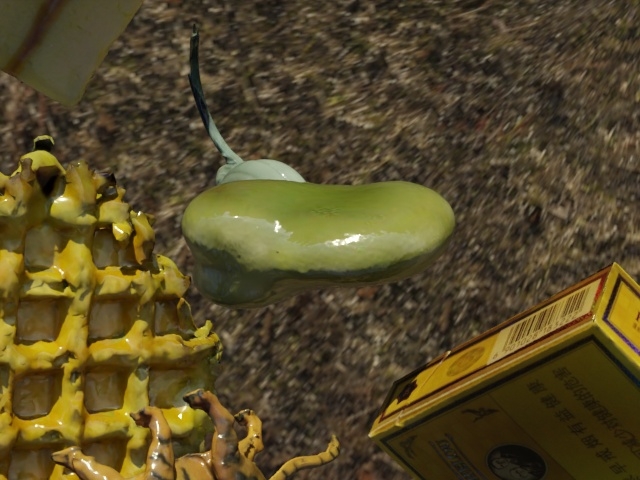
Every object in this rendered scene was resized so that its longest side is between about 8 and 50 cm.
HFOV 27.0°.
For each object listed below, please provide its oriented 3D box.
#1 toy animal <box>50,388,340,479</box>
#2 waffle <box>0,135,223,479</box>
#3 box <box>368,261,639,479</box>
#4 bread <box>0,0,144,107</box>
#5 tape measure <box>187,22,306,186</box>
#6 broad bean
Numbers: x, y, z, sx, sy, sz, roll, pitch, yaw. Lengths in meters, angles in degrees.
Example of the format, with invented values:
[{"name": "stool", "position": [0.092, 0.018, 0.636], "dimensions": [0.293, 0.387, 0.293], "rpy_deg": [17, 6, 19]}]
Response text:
[{"name": "toy animal", "position": [-0.076, 0.179, 1.000], "dimensions": [0.114, 0.255, 0.116], "rpy_deg": [-42, 63, 52]}, {"name": "waffle", "position": [-0.255, 0.128, 1.084], "dimensions": [0.095, 0.379, 0.382], "rpy_deg": [14, 142, 53]}, {"name": "box", "position": [0.213, 0.166, 1.223], "dimensions": [0.193, 0.084, 0.301], "rpy_deg": [44, 134, -11]}, {"name": "bread", "position": [-0.255, -0.275, 1.356], "dimensions": [0.167, 0.163, 0.264], "rpy_deg": [27, 153, -20]}, {"name": "tape measure", "position": [-0.075, -0.101, 1.575], "dimensions": [0.164, 0.084, 0.330], "rpy_deg": [13, 118, 36]}, {"name": "broad bean", "position": [0.000, 0.000, 1.306], "dimensions": [0.263, 0.189, 0.121], "rpy_deg": [0, 108, 5]}]
